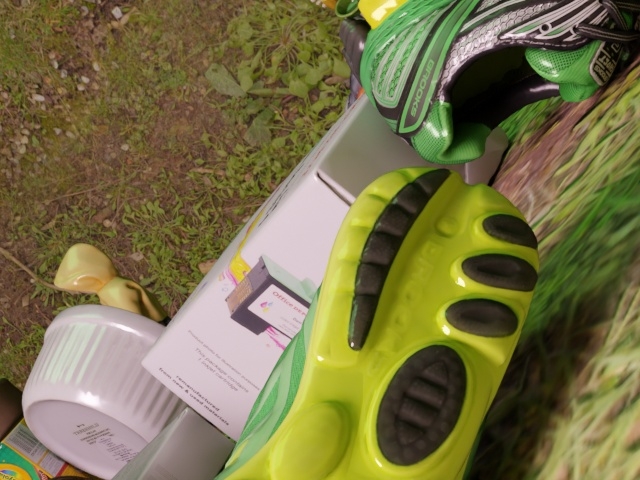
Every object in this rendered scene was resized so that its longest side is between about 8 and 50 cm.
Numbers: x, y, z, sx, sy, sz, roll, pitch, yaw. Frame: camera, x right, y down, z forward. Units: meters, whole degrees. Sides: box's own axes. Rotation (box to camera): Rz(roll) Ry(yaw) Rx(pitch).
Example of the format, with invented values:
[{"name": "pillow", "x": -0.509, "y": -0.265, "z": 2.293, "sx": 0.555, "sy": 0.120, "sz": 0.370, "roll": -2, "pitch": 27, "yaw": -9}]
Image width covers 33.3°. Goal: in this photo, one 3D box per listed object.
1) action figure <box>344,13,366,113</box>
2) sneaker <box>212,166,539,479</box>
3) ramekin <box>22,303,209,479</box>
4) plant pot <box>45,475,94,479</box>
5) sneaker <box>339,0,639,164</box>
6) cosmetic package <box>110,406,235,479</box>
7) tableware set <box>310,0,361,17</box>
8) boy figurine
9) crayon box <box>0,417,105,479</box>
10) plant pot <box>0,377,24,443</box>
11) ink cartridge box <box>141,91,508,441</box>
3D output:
[{"name": "action figure", "x": 0.063, "y": -0.181, "z": 1.169, "sx": 0.341, "sy": 0.178, "sz": 0.330, "roll": -52, "pitch": 29, "yaw": 39}, {"name": "sneaker", "x": 0.003, "y": 0.107, "z": 0.414, "sx": 0.295, "sy": 0.109, "sz": 0.123, "roll": -55, "pitch": -16, "yaw": -28}, {"name": "ramekin", "x": -0.220, "y": 0.174, "z": 1.155, "sx": 0.207, "sy": 0.207, "sz": 0.109, "roll": -44, "pitch": 18, "yaw": 50}, {"name": "plant pot", "x": -0.205, "y": 0.258, "z": 0.742, "sx": 0.165, "sy": 0.167, "sz": 0.167, "roll": -39, "pitch": 10, "yaw": 24}, {"name": "sneaker", "x": 0.183, "y": -0.171, "z": 0.700, "sx": 0.343, "sy": 0.146, "sz": 0.134, "roll": -37, "pitch": -34, "yaw": 20}, {"name": "cosmetic package", "x": -0.171, "y": 0.248, "z": 0.961, "sx": 0.239, "sy": 0.060, "sz": 0.099, "roll": -45, "pitch": 10, "yaw": 43}, {"name": "tableware set", "x": 0.052, "y": -0.301, "z": 1.121, "sx": 0.154, "sy": 0.024, "sz": 0.104, "roll": -52, "pitch": 42, "yaw": 0}, {"name": "boy figurine", "x": -0.300, "y": 0.117, "z": 1.714, "sx": 0.092, "sy": 0.285, "sz": 0.177, "roll": -50, "pitch": 9, "yaw": 0}, {"name": "crayon box", "x": -0.294, "y": 0.267, "z": 1.282, "sx": 0.081, "sy": 0.165, "sz": 0.278, "roll": -50, "pitch": 5, "yaw": 9}, {"name": "plant pot", "x": -0.432, "y": 0.357, "z": 1.461, "sx": 0.263, "sy": 0.229, "sz": 0.263, "roll": -50, "pitch": 5, "yaw": 6}, {"name": "ink cartridge box", "x": 0.002, "y": 0.007, "z": 0.862, "sx": 0.278, "sy": 0.117, "sz": 0.201, "roll": -45, "pitch": 8, "yaw": 41}]
